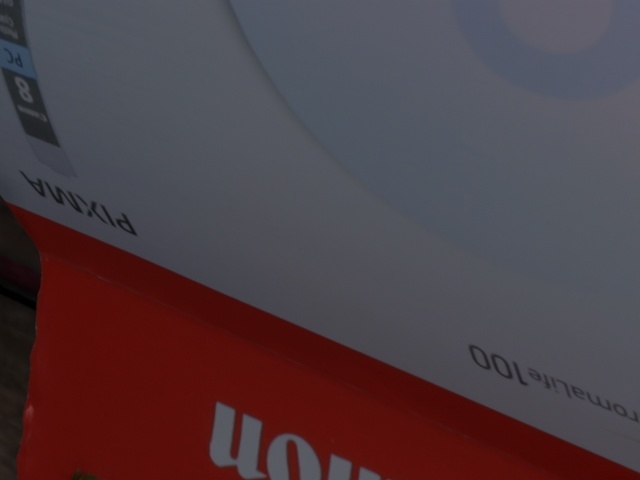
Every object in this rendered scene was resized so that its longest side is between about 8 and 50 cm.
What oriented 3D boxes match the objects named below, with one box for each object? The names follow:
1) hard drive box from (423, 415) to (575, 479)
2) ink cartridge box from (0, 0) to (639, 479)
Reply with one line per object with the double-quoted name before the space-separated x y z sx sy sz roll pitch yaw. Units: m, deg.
"hard drive box" 0.093 -0.036 0.600 0.181 0.089 0.232 -27 83 40
"ink cartridge box" 0.000 0.000 0.568 0.308 0.091 0.385 21 112 34
